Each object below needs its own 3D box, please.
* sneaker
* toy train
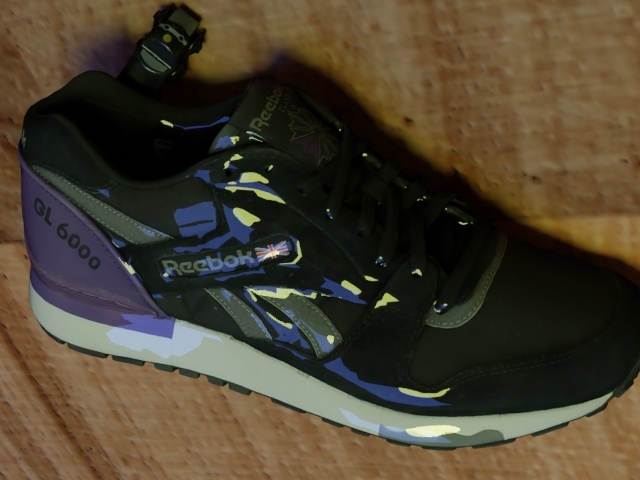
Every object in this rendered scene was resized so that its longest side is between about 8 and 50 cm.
[{"bbox_3d":[0.000,0.000,0.701,0.283,0.107,0.124,9,129,13],"label":"sneaker"},{"bbox_3d":[-0.096,-0.054,0.782,0.027,0.036,0.158,38,142,-4],"label":"toy train"}]
